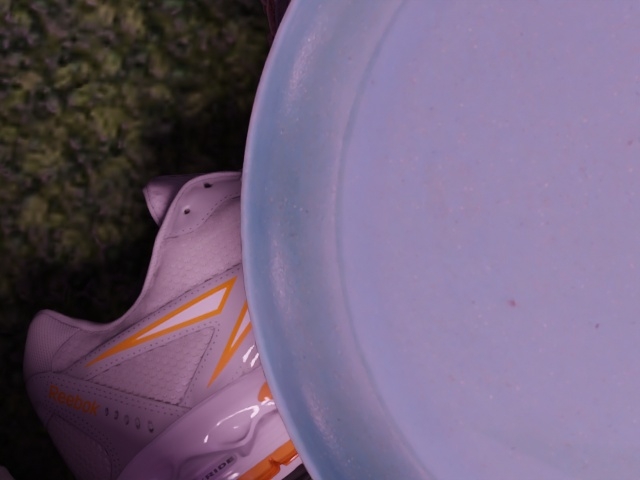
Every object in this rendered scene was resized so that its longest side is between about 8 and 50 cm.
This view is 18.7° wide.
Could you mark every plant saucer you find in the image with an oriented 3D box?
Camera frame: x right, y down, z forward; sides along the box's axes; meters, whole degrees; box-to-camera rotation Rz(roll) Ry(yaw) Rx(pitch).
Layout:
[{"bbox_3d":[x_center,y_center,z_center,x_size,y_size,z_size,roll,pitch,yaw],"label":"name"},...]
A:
[{"bbox_3d":[0.134,-0.006,0.622,0.318,0.044,0.317,0,90,8],"label":"plant saucer"}]

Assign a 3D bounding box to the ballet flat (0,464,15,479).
[{"bbox_3d":[-0.192,0.100,0.707,0.348,0.123,0.123,12,82,8],"label":"ballet flat"}]

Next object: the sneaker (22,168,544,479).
[{"bbox_3d":[0.000,0.000,0.714,0.262,0.099,0.121,-39,75,-3],"label":"sneaker"}]

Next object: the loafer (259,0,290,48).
[{"bbox_3d":[-0.007,-0.104,0.760,0.039,0.045,0.125,-1,74,22],"label":"loafer"}]
